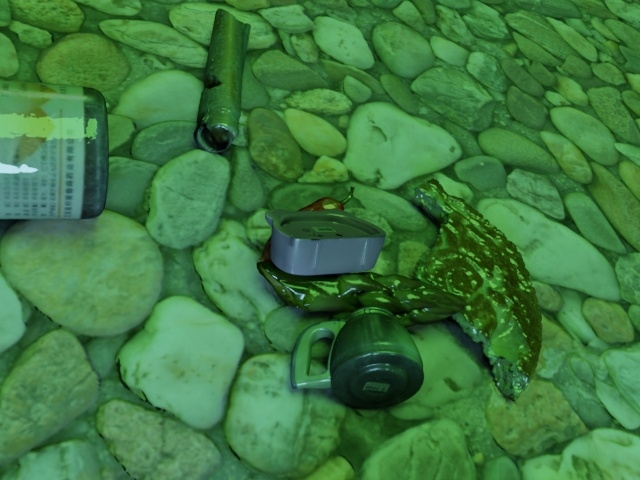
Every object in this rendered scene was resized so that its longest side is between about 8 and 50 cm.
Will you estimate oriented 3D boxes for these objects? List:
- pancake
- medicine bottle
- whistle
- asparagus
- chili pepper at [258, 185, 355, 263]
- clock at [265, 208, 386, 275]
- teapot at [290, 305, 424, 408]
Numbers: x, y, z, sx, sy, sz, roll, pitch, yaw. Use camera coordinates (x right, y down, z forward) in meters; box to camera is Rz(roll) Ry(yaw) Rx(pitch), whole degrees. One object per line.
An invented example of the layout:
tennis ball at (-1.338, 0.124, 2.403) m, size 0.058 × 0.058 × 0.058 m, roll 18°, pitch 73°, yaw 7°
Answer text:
pancake at (0.219, 0.059, 0.957) m, size 0.198 × 0.054 × 0.376 m, roll 5°, pitch 49°, yaw -22°
medicine bottle at (-0.392, -0.106, 0.743) m, size 0.274 × 0.165 × 0.165 m, roll -1°, pitch 53°, yaw -25°
whistle at (-0.157, -0.273, 1.058) m, size 0.068 × 0.057 × 0.326 m, roll 14°, pitch 48°, yaw -17°
asparagus at (0.057, 0.076, 0.852) m, size 0.288 × 0.080 × 0.080 m, roll 5°, pitch 51°, yaw -10°
chili pepper at (-0.015, -0.017, 0.915) m, size 0.191 × 0.050 × 0.059 m, roll -37°, pitch 76°, yaw -28°
clock at (0.000, 0.000, 0.841) m, size 0.153 × 0.050 × 0.110 m, roll -2°, pitch 23°, yaw -32°
teapot at (0.050, 0.143, 0.793) m, size 0.111 × 0.149 × 0.108 m, roll 47°, pitch 25°, yaw -33°
